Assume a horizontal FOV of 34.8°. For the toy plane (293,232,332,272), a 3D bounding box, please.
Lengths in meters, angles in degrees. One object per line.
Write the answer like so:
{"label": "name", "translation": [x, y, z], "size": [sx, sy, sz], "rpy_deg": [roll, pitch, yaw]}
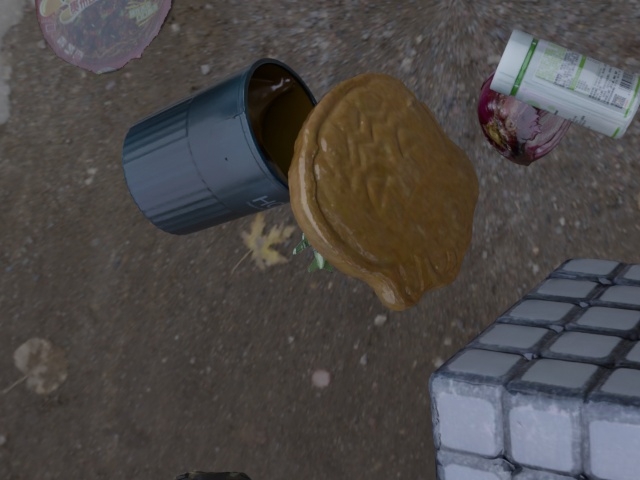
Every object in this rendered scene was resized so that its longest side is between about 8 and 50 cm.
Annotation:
{"label": "toy plane", "translation": [0.000, 0.000, 1.740], "size": [0.102, 0.040, 0.111], "rpy_deg": [0, 91, -37]}

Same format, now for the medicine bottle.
{"label": "medicine bottle", "translation": [0.322, -0.204, 1.332], "size": [0.183, 0.086, 0.086], "rpy_deg": [24, 106, 7]}

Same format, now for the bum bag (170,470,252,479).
{"label": "bum bag", "translation": [-0.058, 0.315, 0.974], "size": [0.102, 0.069, 0.248], "rpy_deg": [-31, 69, -24]}

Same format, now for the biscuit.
{"label": "biscuit", "translation": [0.114, -0.088, 1.634], "size": [0.365, 0.385, 0.062], "rpy_deg": [45, 138, -20]}

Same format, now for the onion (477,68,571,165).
{"label": "onion", "translation": [0.326, -0.219, 1.561], "size": [0.135, 0.173, 0.198], "rpy_deg": [40, 62, 21]}

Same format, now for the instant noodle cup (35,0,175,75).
{"label": "instant noodle cup", "translation": [-0.309, -0.388, 1.577], "size": [0.274, 0.091, 0.274], "rpy_deg": [-1, 89, 28]}

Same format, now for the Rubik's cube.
{"label": "Rubik's cube", "translation": [0.222, 0.159, 0.628], "size": [0.238, 0.237, 0.237], "rpy_deg": [5, 107, 31]}

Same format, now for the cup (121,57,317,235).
{"label": "cup", "translation": [-0.155, -0.163, 1.792], "size": [0.292, 0.308, 0.242], "rpy_deg": [-18, 105, 30]}
